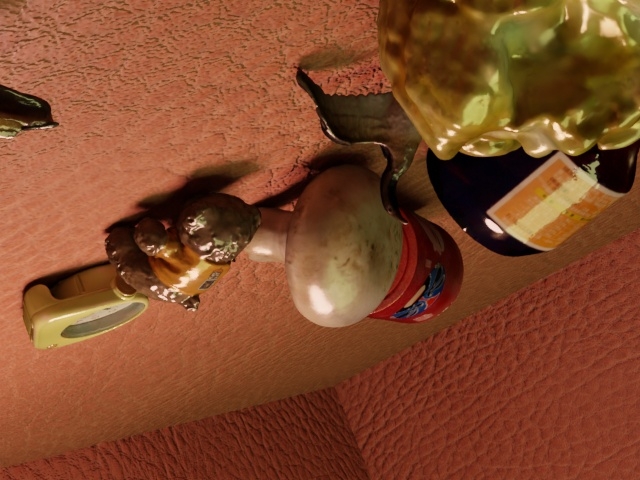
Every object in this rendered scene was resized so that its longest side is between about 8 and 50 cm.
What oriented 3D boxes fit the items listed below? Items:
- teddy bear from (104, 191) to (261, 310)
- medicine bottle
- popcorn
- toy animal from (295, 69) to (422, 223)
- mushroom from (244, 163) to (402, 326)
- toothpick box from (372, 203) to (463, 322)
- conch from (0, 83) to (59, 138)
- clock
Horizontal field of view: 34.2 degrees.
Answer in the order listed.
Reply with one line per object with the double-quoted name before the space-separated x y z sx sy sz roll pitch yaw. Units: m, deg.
"teddy bear" -0.170 0.005 1.405 0.177 0.140 0.190 0 145 -50
"medicine bottle" 0.345 -0.164 1.341 0.395 0.242 0.242 -40 159 34
"popcorn" 0.218 -0.221 0.982 0.334 0.292 0.293 -6 129 2
"toy animal" 0.090 -0.127 1.219 0.160 0.197 0.272 -33 158 26
"mushroom" 0.000 0.000 1.545 0.243 0.243 0.243 -21 166 -6
"toothpick box" 0.115 0.038 1.799 0.204 0.204 0.333 -27 166 16
"conch" -0.336 -0.105 0.824 0.233 0.086 0.080 -6 159 -43
"clock" -0.332 0.090 1.580 0.232 0.069 0.170 -18 164 -23
